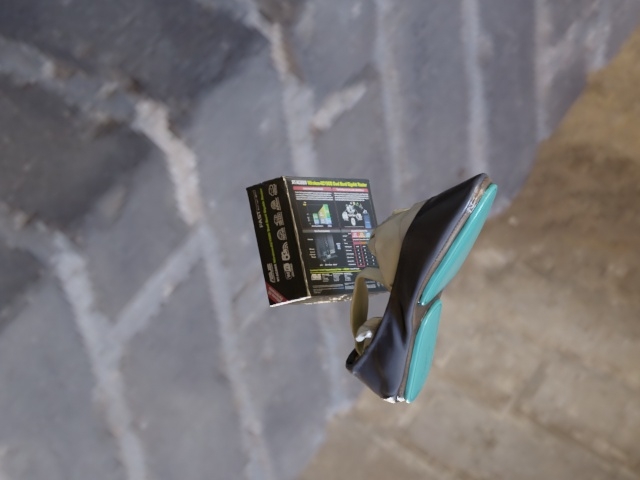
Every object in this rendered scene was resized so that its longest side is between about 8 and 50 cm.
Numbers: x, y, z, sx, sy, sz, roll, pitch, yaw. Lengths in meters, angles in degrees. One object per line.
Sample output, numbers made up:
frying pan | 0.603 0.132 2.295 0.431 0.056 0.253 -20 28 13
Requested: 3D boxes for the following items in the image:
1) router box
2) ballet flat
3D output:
router box | 0.000 0.000 1.336 0.038 0.122 0.092 -15 82 32
ballet flat | 0.059 0.027 1.205 0.074 0.074 0.203 29 131 15
